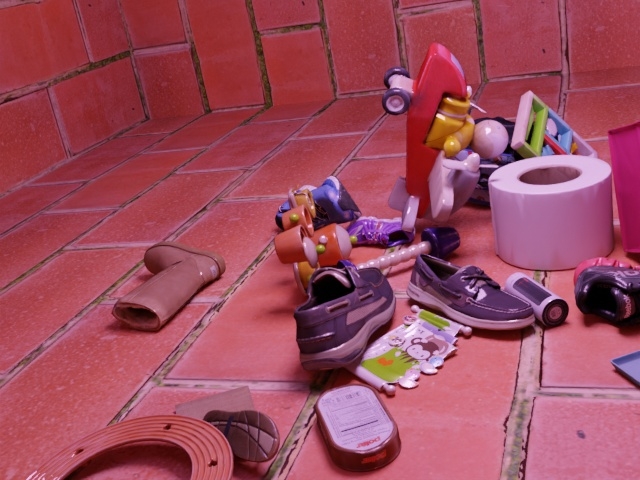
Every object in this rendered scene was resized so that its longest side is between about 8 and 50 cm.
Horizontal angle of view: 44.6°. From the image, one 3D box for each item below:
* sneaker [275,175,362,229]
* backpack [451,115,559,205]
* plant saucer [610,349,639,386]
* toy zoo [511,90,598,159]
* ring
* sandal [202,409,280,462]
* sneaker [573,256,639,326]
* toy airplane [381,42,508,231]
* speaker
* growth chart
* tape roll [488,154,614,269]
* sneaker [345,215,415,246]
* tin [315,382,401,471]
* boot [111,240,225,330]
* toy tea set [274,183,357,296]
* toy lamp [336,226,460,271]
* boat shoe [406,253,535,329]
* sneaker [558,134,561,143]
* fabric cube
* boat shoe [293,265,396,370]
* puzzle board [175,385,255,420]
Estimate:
[{"bbox_3d":[-0.017,-0.063,1.926,0.147,0.130,0.330,-39,11,-21],"label":"sneaker"},{"bbox_3d":[0.445,-0.209,1.968,0.263,0.213,0.276,20,32,35],"label":"backpack"},{"bbox_3d":[0.505,0.212,1.129,0.067,0.018,0.192,-15,22,-12],"label":"plant saucer"},{"bbox_3d":[0.571,-0.200,1.842,0.030,0.293,0.192,-34,25,46],"label":"toy zoo"},{"bbox_3d":[-0.283,0.358,1.094,0.336,0.032,0.336,-12,24,5],"label":"ring"},{"bbox_3d":[-0.116,0.293,1.173,0.180,0.049,0.072,-5,58,47],"label":"sandal"},{"bbox_3d":[0.555,0.091,1.306,0.276,0.098,0.135,0,23,32],"label":"sneaker"},{"bbox_3d":[0.282,-0.199,1.751,0.272,0.386,0.384,-1,-12,7],"label":"toy airplane"},{"bbox_3d":[0.387,0.105,1.408,0.055,0.055,0.136,-15,22,-11],"label":"speaker"},{"bbox_3d":[0.151,0.188,1.357,0.237,0.021,0.172,-27,28,-35],"label":"growth chart"},{"bbox_3d":[0.483,-0.062,1.632,0.246,0.169,0.246,-10,21,4],"label":"tape roll"},{"bbox_3d":[0.137,-0.017,1.828,0.170,0.068,0.071,-6,27,11],"label":"sneaker"},{"bbox_3d":[0.052,0.274,1.165,0.106,0.040,0.190,-18,22,-8],"label":"tin"},{"bbox_3d":[-0.373,0.096,1.751,0.236,0.089,0.269,1,25,29],"label":"boot"},{"bbox_3d":[0.000,0.000,1.665,0.124,0.200,0.336,-15,20,11],"label":"toy tea set"},{"bbox_3d":[0.171,0.032,1.665,0.274,0.080,0.080,-17,22,-19],"label":"toy lamp"},{"bbox_3d":[0.268,0.090,1.438,0.103,0.092,0.285,-12,18,-33],"label":"boat shoe"},{"bbox_3d":[0.545,-0.270,2.162,0.366,0.150,0.135,-17,23,-16],"label":"sneaker"},{"bbox_3d":[0.717,-0.114,1.435,0.258,0.254,0.259,-7,2,-2],"label":"fabric cube"},{"bbox_3d":[0.049,0.107,1.421,0.132,0.130,0.355,-13,14,20],"label":"boat shoe"},{"bbox_3d":[-0.173,0.282,1.283,0.128,0.011,0.096,-14,22,-8],"label":"puzzle board"}]
